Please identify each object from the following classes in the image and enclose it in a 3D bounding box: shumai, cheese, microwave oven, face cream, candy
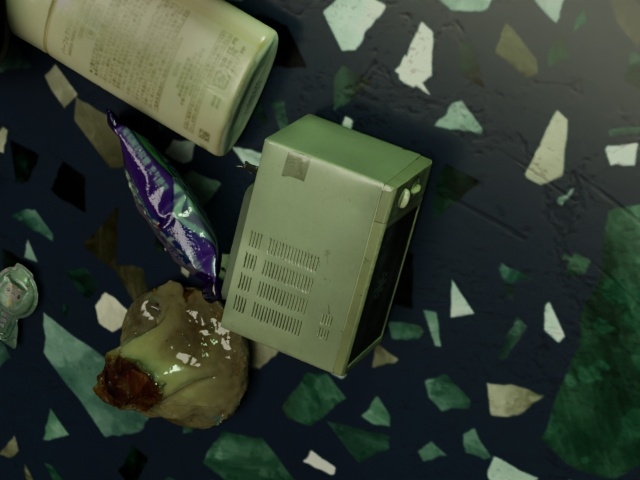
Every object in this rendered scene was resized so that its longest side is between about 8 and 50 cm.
[{"bbox_3d":[-0.192,0.156,1.926,0.201,0.120,0.201,8,110,24],"label":"shumai"},{"bbox_3d":[-0.408,0.083,2.047,0.067,0.026,0.121,32,117,11],"label":"cheese"},{"bbox_3d":[0.000,0.000,1.775,0.194,0.145,0.241,23,115,18],"label":"microwave oven"},{"bbox_3d":[-0.226,-0.252,1.825,0.348,0.081,0.173,30,117,12],"label":"face cream"},{"bbox_3d":[-0.181,-0.040,1.851,0.070,0.145,0.275,-30,93,-4],"label":"candy"}]

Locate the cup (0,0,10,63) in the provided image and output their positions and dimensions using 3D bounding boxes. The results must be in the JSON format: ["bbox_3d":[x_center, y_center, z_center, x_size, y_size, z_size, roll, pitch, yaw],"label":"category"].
[{"bbox_3d":[-0.454,-0.276,1.825,0.191,0.253,0.200,11,99,27],"label":"cup"}]
